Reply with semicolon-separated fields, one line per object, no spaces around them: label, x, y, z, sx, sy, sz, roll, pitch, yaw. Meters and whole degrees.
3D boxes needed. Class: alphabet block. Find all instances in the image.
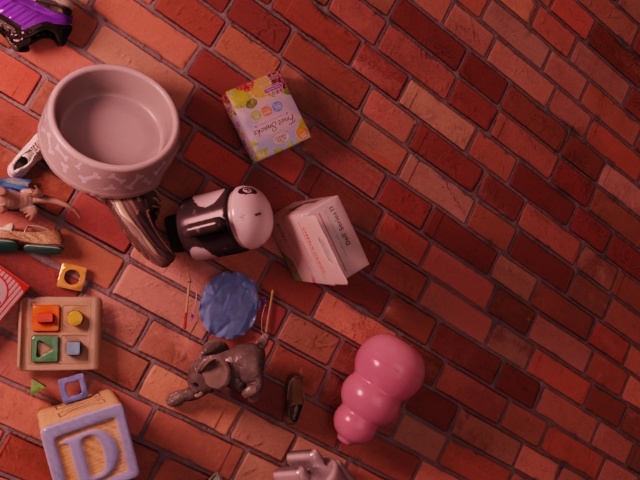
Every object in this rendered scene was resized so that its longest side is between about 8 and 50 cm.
alphabet block;-0.564;0.490;1.777;0.193;0.197;0.193;-13;96;-23

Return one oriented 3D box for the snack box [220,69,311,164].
snack box;-0.149;-0.337;2.019;0.174;0.070;0.207;-28;96;-22

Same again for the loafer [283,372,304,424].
loafer;-0.070;0.450;2.074;0.056;0.050;0.148;4;88;-24

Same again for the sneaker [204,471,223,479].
sneaker;-0.231;0.698;1.981;0.255;0.094;0.151;-5;89;-25

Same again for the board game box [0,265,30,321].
board game box;-0.811;0.139;1.732;0.147;0.045;0.194;45;73;-33

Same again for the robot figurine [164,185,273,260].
robot figurine;-0.258;-0.047;1.888;0.209;0.278;0.174;-84;155;-42

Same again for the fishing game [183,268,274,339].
fishing game;-0.251;0.174;2.002;0.264;0.041;0.189;6;88;-32

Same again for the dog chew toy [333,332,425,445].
dog chew toy;0.155;0.434;2.102;0.206;0.206;0.332;34;85;-20

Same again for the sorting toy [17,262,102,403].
sorting toy;-0.639;0.227;1.807;0.195;0.047;0.348;1;84;-17

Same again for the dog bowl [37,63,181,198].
dog bowl;-0.501;-0.276;1.781;0.348;0.102;0.349;10;61;-18

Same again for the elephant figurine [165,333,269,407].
elephant figurine;-0.272;0.343;1.934;0.239;0.169;0.186;9;64;-12

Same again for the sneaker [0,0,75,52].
sneaker;-0.740;-0.527;1.749;0.293;0.102;0.146;3;89;-24

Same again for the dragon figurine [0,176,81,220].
dragon figurine;-0.729;-0.103;1.754;0.289;0.144;0.085;0;104;-33

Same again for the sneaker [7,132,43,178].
sneaker;-0.700;-0.213;1.791;0.053;0.061;0.152;40;74;-17

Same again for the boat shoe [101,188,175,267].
boat shoe;-0.458;-0.098;1.828;0.130;0.132;0.355;-36;91;-19

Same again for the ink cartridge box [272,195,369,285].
ink cartridge box;0.000;0.000;1.939;0.119;0.353;0.207;-29;102;-21

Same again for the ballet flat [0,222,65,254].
ballet flat;-0.729;-0.006;1.784;0.206;0.073;0.067;6;61;-26

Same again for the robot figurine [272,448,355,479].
robot figurine;0.010;0.745;2.029;0.300;0.199;0.354;-40;106;-45
